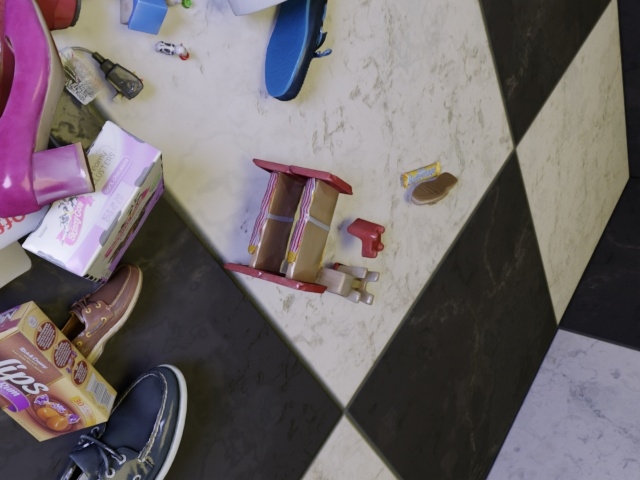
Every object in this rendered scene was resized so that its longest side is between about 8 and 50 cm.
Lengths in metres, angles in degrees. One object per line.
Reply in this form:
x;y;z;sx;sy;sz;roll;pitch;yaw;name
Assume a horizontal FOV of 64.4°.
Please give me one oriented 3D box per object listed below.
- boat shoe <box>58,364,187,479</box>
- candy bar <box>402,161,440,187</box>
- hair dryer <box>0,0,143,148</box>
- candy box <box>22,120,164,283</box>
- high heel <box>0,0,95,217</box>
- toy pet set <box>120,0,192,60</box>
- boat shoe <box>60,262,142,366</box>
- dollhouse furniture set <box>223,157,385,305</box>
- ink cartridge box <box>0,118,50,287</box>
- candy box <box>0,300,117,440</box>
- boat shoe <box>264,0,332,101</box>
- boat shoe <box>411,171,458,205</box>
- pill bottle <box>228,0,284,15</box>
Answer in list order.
-0.315;0.334;0.730;0.339;0.127;0.113;-59;147;-5;boat shoe
0.253;-0.164;1.272;0.162;0.018;0.040;-21;114;-42;candy bar
-0.357;-0.219;0.582;0.223;0.080;0.293;-54;131;-21;hair dryer
-0.268;-0.035;0.634;0.070;0.196;0.164;31;76;-11;candy box
-0.318;-0.144;0.514;0.117;0.082;0.243;-16;88;-17;high heel
-0.216;-0.326;0.712;0.114;0.065;0.122;-6;104;-45;toy pet set
-0.317;0.106;0.715;0.060;0.064;0.177;45;70;-44;boat shoe
0.000;0.000;0.988;0.374;0.152;0.201;23;82;-64;dollhouse furniture set
-0.418;-0.062;0.493;0.207;0.119;0.353;-53;135;-47;ink cartridge box
-0.364;0.172;0.650;0.053;0.109;0.186;-97;166;-55;candy box
-0.020;-0.360;0.878;0.089;0.109;0.258;17;90;-50;boat shoe
0.285;-0.117;1.285;0.170;0.063;0.059;-27;149;-36;boat shoe
-0.121;-0.489;0.687;0.176;0.176;0.318;-43;128;-31;pill bottle
